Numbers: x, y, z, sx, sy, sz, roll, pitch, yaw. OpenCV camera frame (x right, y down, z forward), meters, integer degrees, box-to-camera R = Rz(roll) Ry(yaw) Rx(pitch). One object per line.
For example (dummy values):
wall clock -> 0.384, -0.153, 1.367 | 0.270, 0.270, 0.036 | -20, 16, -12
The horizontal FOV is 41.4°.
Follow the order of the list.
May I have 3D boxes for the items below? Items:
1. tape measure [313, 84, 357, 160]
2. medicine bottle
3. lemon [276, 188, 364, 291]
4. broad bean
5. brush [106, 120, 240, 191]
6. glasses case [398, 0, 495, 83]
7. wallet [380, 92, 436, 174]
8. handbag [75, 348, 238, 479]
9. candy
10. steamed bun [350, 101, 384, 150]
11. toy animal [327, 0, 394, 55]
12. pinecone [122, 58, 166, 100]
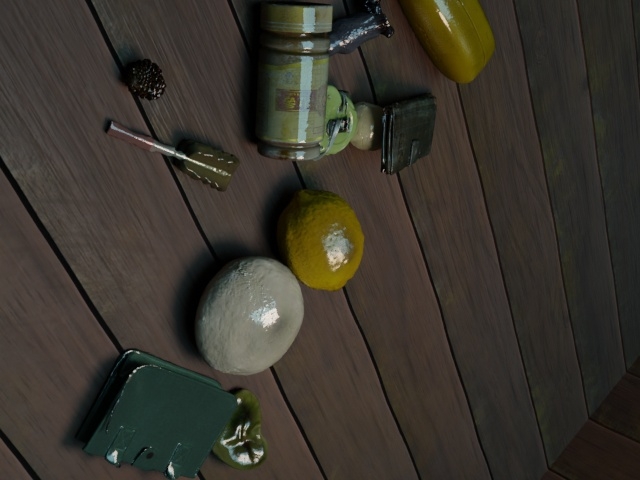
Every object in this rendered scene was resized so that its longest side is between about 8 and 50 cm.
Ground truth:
tape measure -> 0.018, -0.275, 1.954 | 0.154, 0.087, 0.178 | -8, 114, -46
medicine bottle -> -0.059, -0.341, 1.805 | 0.151, 0.151, 0.323 | -12, 114, -40
lemon -> 0.000, 0.000, 1.966 | 0.204, 0.204, 0.260 | -29, 110, -33
broad bean -> -0.200, 0.463, 2.061 | 0.153, 0.072, 0.207 | -30, 113, -35
brush -> -0.295, -0.178, 1.712 | 0.301, 0.071, 0.084 | 20, 95, -41
glasses case -> 0.303, -0.529, 2.062 | 0.141, 0.173, 0.371 | -51, 134, -11
wallet -> 0.221, -0.269, 2.099 | 0.317, 0.044, 0.169 | -31, 126, -62
handbag -> -0.350, 0.393, 1.868 | 0.326, 0.089, 0.239 | 32, 85, -45
candy -> -0.153, 0.172, 1.895 | 0.295, 0.185, 0.296 | -21, 122, -38
steamed bun -> 0.122, -0.271, 2.050 | 0.130, 0.091, 0.113 | 23, 91, -46
toy animal -> 0.082, -0.464, 1.920 | 0.210, 0.117, 0.121 | -45, 138, -24
pinecone -> -0.333, -0.306, 1.618 | 0.077, 0.077, 0.083 | -66, 160, -2
